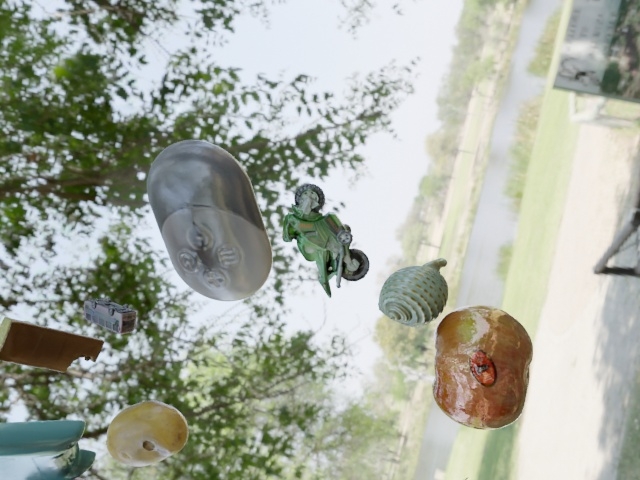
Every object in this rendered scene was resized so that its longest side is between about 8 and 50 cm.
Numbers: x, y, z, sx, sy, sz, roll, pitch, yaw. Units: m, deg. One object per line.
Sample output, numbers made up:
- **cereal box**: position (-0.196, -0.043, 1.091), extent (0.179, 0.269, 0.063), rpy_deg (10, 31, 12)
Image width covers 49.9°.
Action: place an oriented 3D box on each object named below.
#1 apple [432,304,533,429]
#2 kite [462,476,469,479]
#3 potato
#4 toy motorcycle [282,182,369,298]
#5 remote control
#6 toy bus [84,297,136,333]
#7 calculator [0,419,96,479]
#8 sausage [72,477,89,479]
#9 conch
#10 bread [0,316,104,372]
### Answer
- **apple**: position (0.269, 0.212, 1.156), extent (0.209, 0.164, 0.209), rpy_deg (6, -90, -72)
- **kite**: position (0.251, 0.590, 1.508), extent (0.244, 0.006, 0.198), rpy_deg (-30, -13, -32)
- **potato**: position (-0.434, 0.475, 1.713), extent (0.150, 0.234, 0.146), rpy_deg (36, -145, -48)
- **toy motorcycle**: position (0.000, 0.000, 1.161), extent (0.106, 0.190, 0.074), rpy_deg (-33, 10, 7)
- **remote control**: position (-0.212, -0.032, 1.317), extent (0.103, 0.221, 0.332), rpy_deg (-52, -51, -61)
- **toy bus**: position (-0.395, 0.140, 1.285), extent (0.037, 0.131, 0.052), rpy_deg (-6, -77, -49)
- **calculator**: position (-0.574, 0.355, 1.110), extent (0.256, 0.387, 0.054), rpy_deg (108, 159, -56)
- **sausage**: position (-0.485, 0.491, 1.265), extent (0.179, 0.089, 0.089), rpy_deg (-33, -2, 12)
- **conch**: position (0.166, 0.100, 1.197), extent (0.135, 0.153, 0.102), rpy_deg (-46, 63, 51)
- **bread**: position (-0.563, 0.223, 1.428), extent (0.226, 0.049, 0.088), rpy_deg (29, -105, -50)
